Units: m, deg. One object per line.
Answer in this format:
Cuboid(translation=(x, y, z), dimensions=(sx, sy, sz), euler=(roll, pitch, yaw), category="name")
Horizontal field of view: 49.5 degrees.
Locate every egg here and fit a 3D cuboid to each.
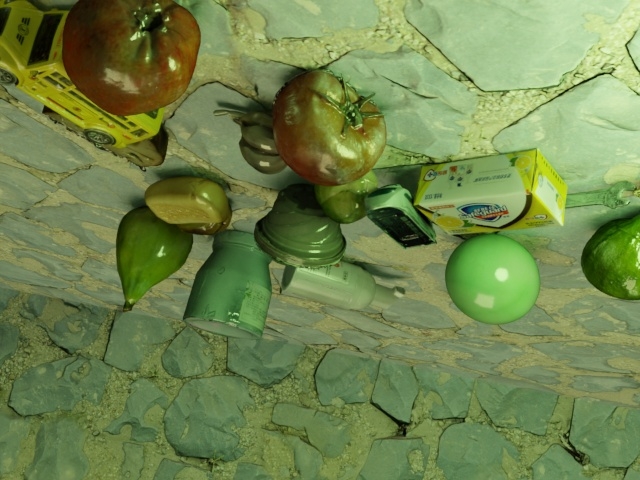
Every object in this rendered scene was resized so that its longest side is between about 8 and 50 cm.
Cuboid(translation=(0.427, 0.097, 1.712), dimensions=(0.220, 0.220, 0.270), euler=(-7, 160, 41), category="egg")

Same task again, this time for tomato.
Cuboid(translation=(0.016, -0.180, 1.249), dimensions=(0.214, 0.155, 0.181), euler=(23, 141, -31), category="tomato")

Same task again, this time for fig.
Cuboid(translation=(0.671, 0.003, 1.473), dimensions=(0.203, 0.203, 0.235), euler=(9, 120, 8), category="fig")
Cuboid(translation=(-0.472, 0.045, 2.000), dimensions=(0.233, 0.314, 0.233), euler=(-13, 152, -7), category="fig")

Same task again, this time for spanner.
Cuboid(translation=(0.494, -0.081, 1.430), dimensions=(0.302, 0.071, 0.017), euler=(-6, 141, 44), category="spanner")

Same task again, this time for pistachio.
Cuboid(translation=(-0.321, -0.060, 1.893), dimensions=(0.189, 0.100, 0.110), euler=(1, 160, 25), category="pistachio")

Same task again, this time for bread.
Cuboid(translation=(-0.337, -0.107, 1.773), dimensions=(0.217, 0.098, 0.147), euler=(3, 146, 26), category="bread")

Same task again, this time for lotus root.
Cuboid(translation=(-0.442, -0.247, 1.502), dimensions=(0.170, 0.074, 0.261), euler=(-9, 150, 43), category="lotus root")

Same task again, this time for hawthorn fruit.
Cuboid(translation=(-0.313, -0.292, 1.122), dimensions=(0.211, 0.210, 0.262), euler=(20, 158, -20), category="hawthorn fruit")

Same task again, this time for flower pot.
Cuboid(translation=(-0.038, -0.047, 1.646), dimensions=(0.236, 0.235, 0.140), euler=(12, 118, -1), category="flower pot")

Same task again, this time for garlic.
Cuboid(translation=(-0.129, -0.210, 1.373), dimensions=(0.194, 0.127, 0.131), euler=(29, 163, -1), category="garlic")

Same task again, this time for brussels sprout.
Cuboid(translation=(0.056, -0.112, 1.509), dimensions=(0.155, 0.155, 0.117), euler=(-2, -169, 33), category="brussels sprout")

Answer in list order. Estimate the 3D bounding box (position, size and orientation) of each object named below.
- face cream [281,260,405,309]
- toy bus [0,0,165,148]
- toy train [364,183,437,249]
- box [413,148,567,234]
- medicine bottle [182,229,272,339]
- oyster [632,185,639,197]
Cuboid(translation=(0.076, 0.141, 2.135), dimensions=(0.370, 0.145, 0.145), euler=(19, 159, -15), category="face cream")
Cuboid(translation=(-0.438, -0.302, 1.251), dimensions=(0.152, 0.144, 0.330), euler=(-5, 156, 33), category="toy bus")
Cuboid(translation=(0.174, -0.061, 1.512), dimensions=(0.087, 0.088, 0.407), euler=(-10, 166, 17), category="toy train")
Cuboid(translation=(0.348, -0.093, 1.428), dimensions=(0.265, 0.097, 0.168), euler=(-4, 155, 37), category="box")
Cuboid(translation=(-0.266, 0.135, 2.111), dimensions=(0.245, 0.289, 0.245), euler=(10, 161, 3), category="medicine bottle")
Cuboid(translation=(0.632, -0.098, 1.327), dimensions=(0.093, 0.034, 0.051), euler=(17, 124, -44), category="oyster")
